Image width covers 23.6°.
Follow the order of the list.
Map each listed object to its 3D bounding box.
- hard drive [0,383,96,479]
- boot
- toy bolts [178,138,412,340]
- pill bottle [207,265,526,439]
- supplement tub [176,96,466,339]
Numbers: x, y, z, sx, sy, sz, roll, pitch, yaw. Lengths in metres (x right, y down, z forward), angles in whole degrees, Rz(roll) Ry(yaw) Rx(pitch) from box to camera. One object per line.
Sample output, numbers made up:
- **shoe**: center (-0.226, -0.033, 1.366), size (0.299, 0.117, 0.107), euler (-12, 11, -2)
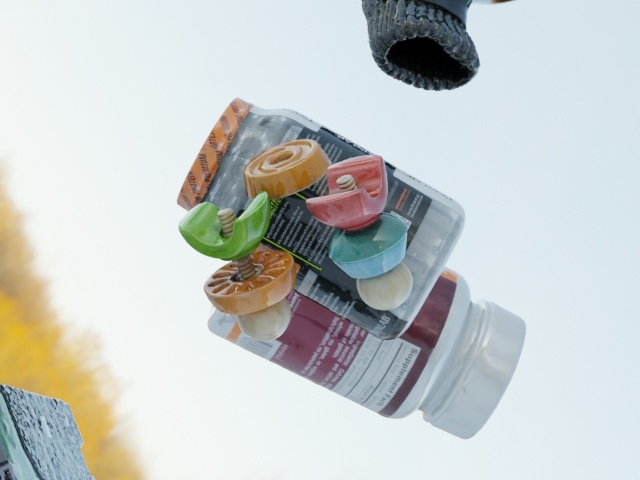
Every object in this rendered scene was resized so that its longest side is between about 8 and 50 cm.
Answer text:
- **hard drive**: center (-0.287, 0.271, 1.580), size (0.339, 0.064, 0.237), euler (64, 1, -79)
- **boot**: center (0.203, -0.336, 2.213), size (0.131, 0.348, 0.260), euler (113, -32, -45)
- **toy bolts**: center (0.000, 0.000, 1.655), size (0.229, 0.218, 0.158), euler (-7, -63, 31)
- **pill bottle**: center (0.065, 0.106, 2.090), size (0.392, 0.224, 0.224), euler (26, -13, -6)
- **supplement tub**: center (-0.001, -0.032, 1.847), size (0.316, 0.193, 0.193), euler (30, -16, 0)
